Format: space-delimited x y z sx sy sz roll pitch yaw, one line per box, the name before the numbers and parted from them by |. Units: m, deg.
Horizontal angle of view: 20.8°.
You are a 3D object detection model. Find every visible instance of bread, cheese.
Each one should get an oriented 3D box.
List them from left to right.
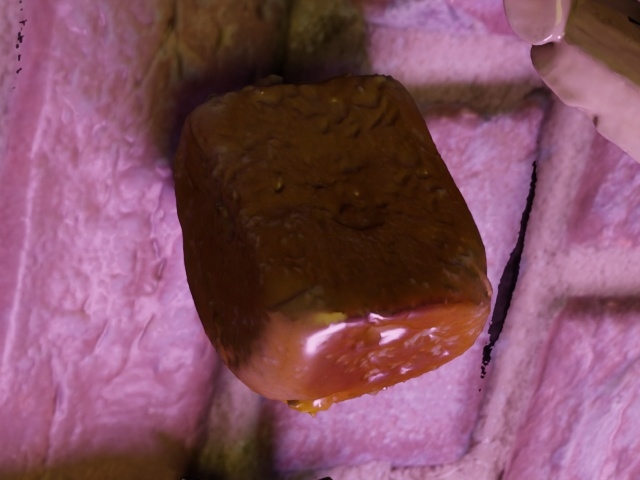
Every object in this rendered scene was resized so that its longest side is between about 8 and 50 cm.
bread | 0.000 0.000 1.295 0.195 0.246 0.176 -8 147 -23
cheese | 0.281 -0.203 1.244 0.332 0.153 0.292 30 120 9

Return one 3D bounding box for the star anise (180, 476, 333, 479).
star anise | -0.050 0.287 1.508 0.272 0.102 0.272 2 117 3
